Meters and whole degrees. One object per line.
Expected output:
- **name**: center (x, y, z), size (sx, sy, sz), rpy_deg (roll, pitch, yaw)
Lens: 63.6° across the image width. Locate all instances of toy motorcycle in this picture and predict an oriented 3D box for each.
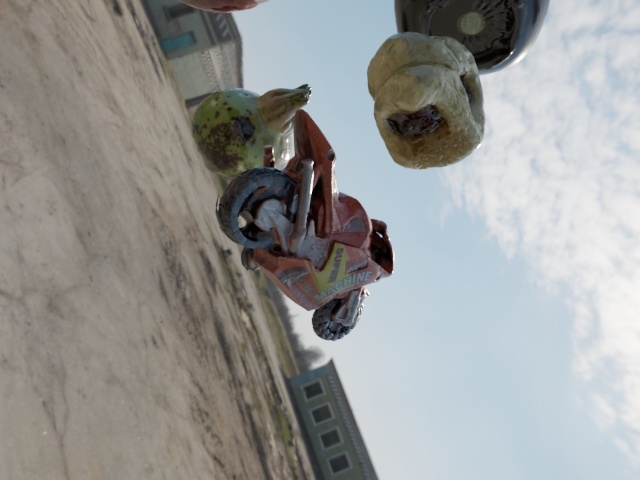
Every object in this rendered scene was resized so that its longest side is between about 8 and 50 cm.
- **toy motorcycle**: center (0.000, 0.002, 0.617), size (0.089, 0.171, 0.298), rpy_deg (36, -13, 46)

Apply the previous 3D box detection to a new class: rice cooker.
- **rice cooker**: center (0.239, -0.408, 0.832), size (0.267, 0.267, 0.224), rpy_deg (81, 17, -55)

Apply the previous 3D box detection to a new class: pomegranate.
- **pomegranate**: center (-0.137, -0.227, 1.108), size (0.222, 0.277, 0.203), rpy_deg (-1, 93, -61)

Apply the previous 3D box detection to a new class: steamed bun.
- **steamed bun**: center (0.128, -0.193, 0.667), size (0.155, 0.141, 0.172), rpy_deg (24, 57, -59)

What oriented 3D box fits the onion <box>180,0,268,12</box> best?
- **onion**: center (-0.103, -0.490, 0.712), size (0.285, 0.348, 0.347), rpy_deg (-11, 78, -56)
